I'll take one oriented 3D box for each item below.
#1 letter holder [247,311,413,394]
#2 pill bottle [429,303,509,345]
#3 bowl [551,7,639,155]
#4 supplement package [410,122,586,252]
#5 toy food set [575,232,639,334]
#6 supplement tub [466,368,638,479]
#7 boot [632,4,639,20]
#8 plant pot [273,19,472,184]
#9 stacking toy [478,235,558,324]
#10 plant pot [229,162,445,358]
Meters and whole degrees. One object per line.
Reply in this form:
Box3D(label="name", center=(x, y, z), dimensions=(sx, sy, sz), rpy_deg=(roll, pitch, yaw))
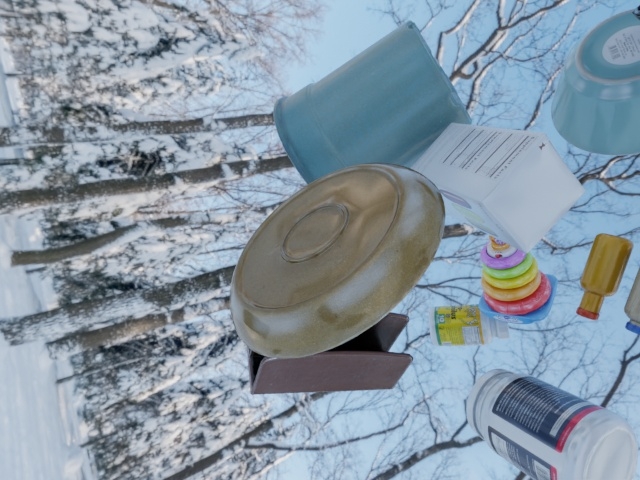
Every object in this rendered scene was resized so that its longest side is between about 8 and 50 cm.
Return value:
Box3D(label="letter holder", center=(0.027, 0.172, 0.794), dimensions=(0.152, 0.302, 0.214), rpy_deg=(-106, -152, -45))
Box3D(label="pill bottle", center=(0.430, 0.244, 1.186), dimensions=(0.208, 0.117, 0.117), rpy_deg=(-8, -84, 24))
Box3D(label="bowl", center=(0.644, -0.352, 0.855), dimensions=(0.312, 0.163, 0.311), rpy_deg=(-17, -120, 32))
Box3D(label="supplement package", center=(0.287, -0.104, 0.714), dimensions=(0.134, 0.139, 0.244), rpy_deg=(-49, -157, 5))
Box3D(label="toy food set", center=(0.425, 0.074, 0.449), dimensions=(0.232, 0.111, 0.104), rpy_deg=(16, -81, 11))
Box3D(label="supplement tub", center=(0.464, 0.395, 0.851), dimensions=(0.272, 0.191, 0.191), rpy_deg=(-168, -112, -67))
Box3D(label="boot", center=(0.551, -0.310, 0.619), dimensions=(0.161, 0.246, 0.083), rpy_deg=(36, -50, 2))
Box3D(label="plant pot", center=(0.131, -0.279, 0.933), dimensions=(0.334, 0.341, 0.341), rpy_deg=(-31, -108, 26))
Box3D(label="stacking toy", center=(0.462, 0.051, 1.014), dimensions=(0.175, 0.165, 0.301), rpy_deg=(4, -45, 43))
Box3D(label="plant pot", center=(0.000, 0.000, 0.394), dimensions=(0.236, 0.236, 0.032), rpy_deg=(21, -25, 54))
